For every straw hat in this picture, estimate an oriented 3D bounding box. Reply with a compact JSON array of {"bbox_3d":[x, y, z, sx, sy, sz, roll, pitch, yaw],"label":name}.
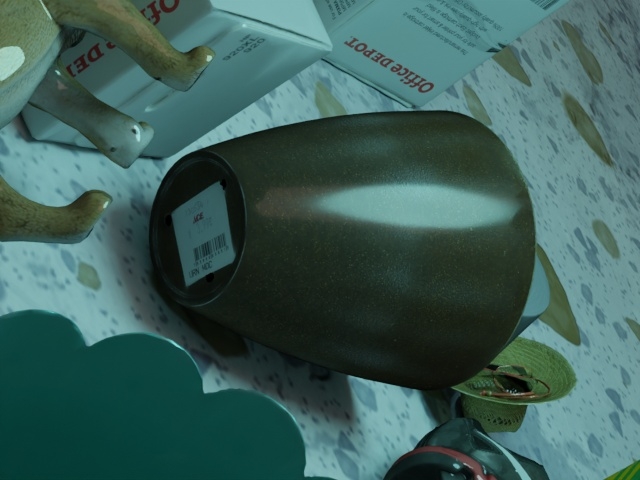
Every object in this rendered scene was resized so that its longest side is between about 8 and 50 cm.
[{"bbox_3d":[0.150,0.135,1.491,0.144,0.144,0.061,-49,146,-64],"label":"straw hat"}]

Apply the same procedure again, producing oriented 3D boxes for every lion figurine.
[{"bbox_3d":[-0.217,-0.097,1.007,0.240,0.142,0.392,36,35,-8],"label":"lion figurine"}]

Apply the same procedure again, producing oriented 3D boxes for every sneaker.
[{"bbox_3d":[0.158,0.247,1.338,0.276,0.098,0.135,51,28,-11],"label":"sneaker"}]

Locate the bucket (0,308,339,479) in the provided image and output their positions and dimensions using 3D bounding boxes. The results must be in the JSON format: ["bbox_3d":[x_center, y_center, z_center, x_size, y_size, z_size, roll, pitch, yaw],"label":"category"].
[{"bbox_3d":[-0.122,0.184,0.718,0.281,0.183,0.281,22,40,-20],"label":"bucket"}]

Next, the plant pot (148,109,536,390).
[{"bbox_3d":[0.000,0.000,1.245,0.230,0.215,0.215,5,56,-43],"label":"plant pot"}]

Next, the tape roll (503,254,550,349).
[{"bbox_3d":[0.093,0.004,1.479,0.219,0.072,0.219,34,26,-20],"label":"tape roll"}]

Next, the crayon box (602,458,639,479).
[{"bbox_3d":[0.401,0.292,1.473,0.363,0.313,0.106,39,27,-33],"label":"crayon box"}]

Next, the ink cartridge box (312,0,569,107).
[{"bbox_3d":[0.129,-0.270,1.682,0.197,0.273,0.114,23,38,-51],"label":"ink cartridge box"}]

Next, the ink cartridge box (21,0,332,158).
[{"bbox_3d":[-0.136,-0.201,1.232,0.168,0.171,0.232,5,57,-60],"label":"ink cartridge box"}]
